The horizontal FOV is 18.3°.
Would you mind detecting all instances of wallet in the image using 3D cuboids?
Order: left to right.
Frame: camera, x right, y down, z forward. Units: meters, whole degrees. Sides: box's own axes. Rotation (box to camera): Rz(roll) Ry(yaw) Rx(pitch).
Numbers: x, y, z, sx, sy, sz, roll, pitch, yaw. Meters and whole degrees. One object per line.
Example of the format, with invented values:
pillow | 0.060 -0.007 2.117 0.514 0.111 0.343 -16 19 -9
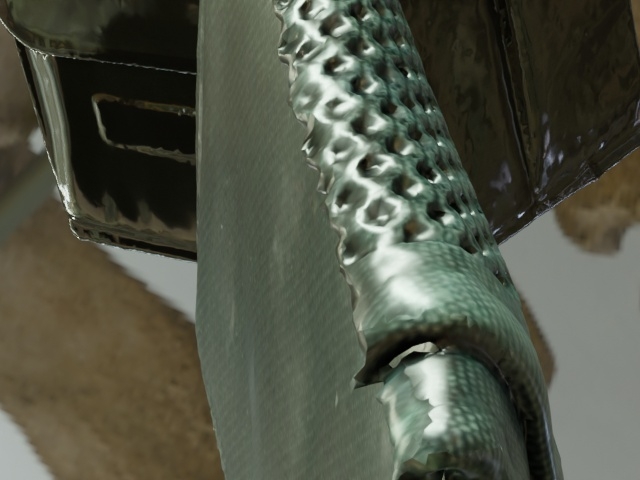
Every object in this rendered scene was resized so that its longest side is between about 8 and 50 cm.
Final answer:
wallet | 0.009 0.034 0.581 0.075 0.342 0.237 -4 -55 -7

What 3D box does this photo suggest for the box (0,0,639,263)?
box | 0.002 -0.123 1.287 0.345 0.251 0.204 12 -55 45
